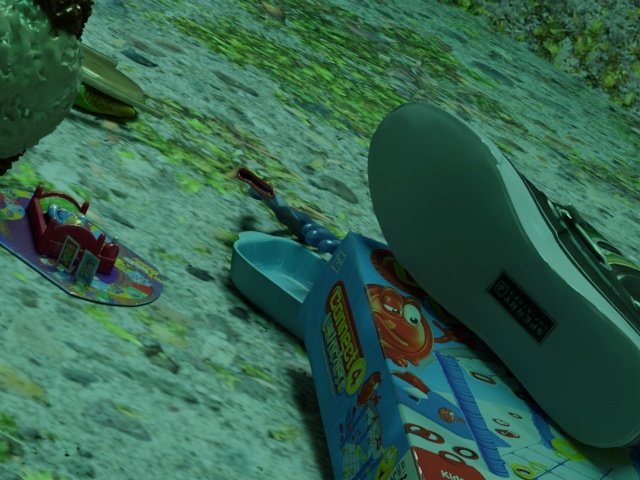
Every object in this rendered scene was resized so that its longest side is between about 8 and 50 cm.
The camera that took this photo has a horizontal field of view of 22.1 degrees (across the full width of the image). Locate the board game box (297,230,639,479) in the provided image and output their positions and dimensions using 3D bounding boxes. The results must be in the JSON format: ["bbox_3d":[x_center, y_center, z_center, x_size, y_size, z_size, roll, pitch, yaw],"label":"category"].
[{"bbox_3d":[0.153,0.152,1.174,0.308,0.086,0.302,21,26,-21],"label":"board game box"}]

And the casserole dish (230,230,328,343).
[{"bbox_3d":[0.001,0.056,1.359,0.188,0.037,0.114,36,19,23],"label":"casserole dish"}]

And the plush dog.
[{"bbox_3d":[-0.278,-0.140,1.192,0.225,0.262,0.210,15,38,-32],"label":"plush dog"}]

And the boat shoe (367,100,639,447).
[{"bbox_3d":[0.154,0.020,1.190,0.306,0.113,0.105,46,22,26],"label":"boat shoe"}]

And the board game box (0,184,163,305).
[{"bbox_3d":[-0.191,-0.010,1.264,0.169,0.033,0.133,34,19,18],"label":"board game box"}]

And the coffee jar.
[{"bbox_3d":[0.286,0.033,1.772,0.096,0.079,0.184,19,18,-35],"label":"coffee jar"}]

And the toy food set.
[{"bbox_3d":[-0.235,-0.160,1.631,0.132,0.038,0.192,26,11,-29],"label":"toy food set"}]

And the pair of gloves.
[{"bbox_3d":[0.000,0.000,1.466,0.198,0.023,0.159,36,-2,29],"label":"pair of gloves"}]
